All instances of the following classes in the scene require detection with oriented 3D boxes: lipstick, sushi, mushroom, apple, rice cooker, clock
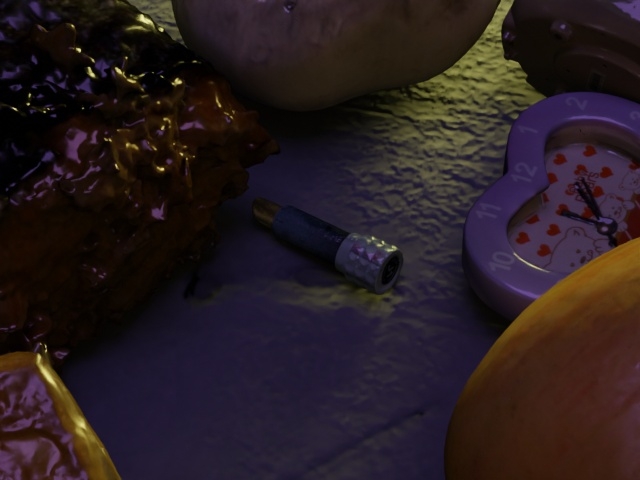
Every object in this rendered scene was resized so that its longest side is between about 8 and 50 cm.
[{"bbox_3d":[0.000,0.000,1.088,0.116,0.037,0.037,25,55,26],"label":"lipstick"},{"bbox_3d":[-0.209,-0.031,0.993,0.207,0.234,0.348,33,63,25],"label":"sushi"},{"bbox_3d":[0.009,-0.227,1.142,0.254,0.234,0.260,21,54,22],"label":"mushroom"},{"bbox_3d":[0.200,0.121,0.863,0.241,0.242,0.242,-31,56,-7],"label":"apple"},{"bbox_3d":[0.228,-0.157,1.141,0.206,0.145,0.127,21,63,22],"label":"rice cooker"},{"bbox_3d":[0.194,-0.008,1.068,0.172,0.064,0.198,18,53,15],"label":"clock"}]

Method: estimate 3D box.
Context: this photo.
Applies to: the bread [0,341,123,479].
[{"bbox_3d":[-0.199,0.188,0.865,0.210,0.099,0.235,-19,77,-17],"label":"bread"}]
